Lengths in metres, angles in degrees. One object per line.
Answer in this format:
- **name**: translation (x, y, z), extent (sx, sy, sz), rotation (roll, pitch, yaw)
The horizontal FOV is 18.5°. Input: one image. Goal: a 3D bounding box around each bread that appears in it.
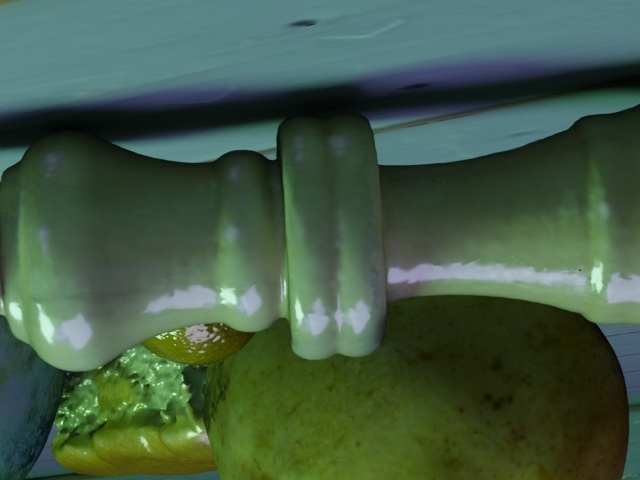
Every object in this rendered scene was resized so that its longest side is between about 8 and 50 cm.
- **bread**: translation (-0.091, 0.112, 1.445), extent (0.174, 0.121, 0.245), rotation (3, 166, -37)

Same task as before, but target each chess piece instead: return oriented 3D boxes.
- **chess piece**: translation (0.000, 0.000, 0.814), extent (0.397, 0.117, 0.117), rotation (-4, 171, -2)

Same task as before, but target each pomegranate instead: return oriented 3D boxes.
- **pomegranate**: translation (0.055, 0.111, 1.186), extent (0.260, 0.260, 0.260), rotation (-5, 171, -1)

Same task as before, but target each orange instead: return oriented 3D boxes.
- **orange**: translation (-0.064, 0.021, 1.001), extent (0.085, 0.085, 0.095), rotation (-4, 175, -7)

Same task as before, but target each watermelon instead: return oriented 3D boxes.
- **watermelon**: translation (-0.273, 0.126, 1.349), extent (0.176, 0.256, 0.260), rotation (46, 158, -18)
